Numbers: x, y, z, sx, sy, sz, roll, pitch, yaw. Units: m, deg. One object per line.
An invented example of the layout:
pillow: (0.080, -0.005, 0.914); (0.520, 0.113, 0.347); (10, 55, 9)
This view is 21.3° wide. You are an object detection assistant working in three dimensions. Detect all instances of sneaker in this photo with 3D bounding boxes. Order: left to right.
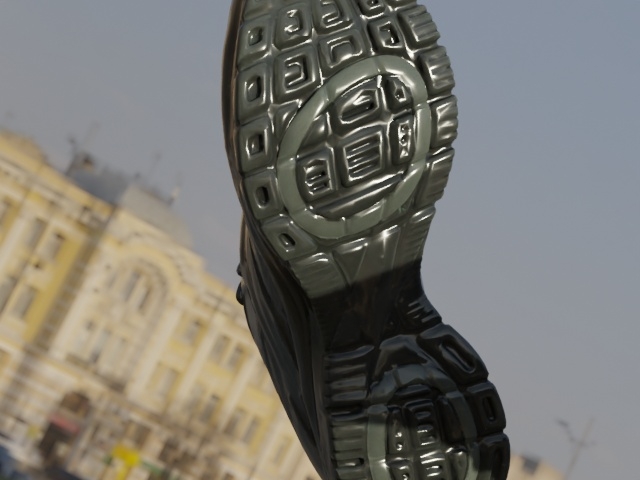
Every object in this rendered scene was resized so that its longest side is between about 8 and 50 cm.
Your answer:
sneaker: (0.000, 0.000, 0.782); (0.109, 0.286, 0.130); (-14, 15, -22)
